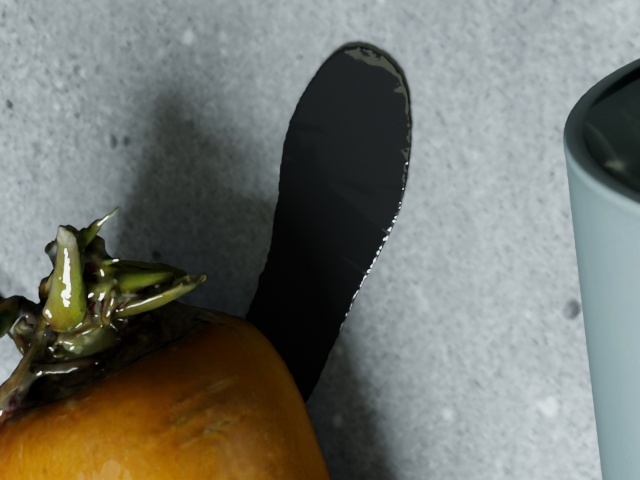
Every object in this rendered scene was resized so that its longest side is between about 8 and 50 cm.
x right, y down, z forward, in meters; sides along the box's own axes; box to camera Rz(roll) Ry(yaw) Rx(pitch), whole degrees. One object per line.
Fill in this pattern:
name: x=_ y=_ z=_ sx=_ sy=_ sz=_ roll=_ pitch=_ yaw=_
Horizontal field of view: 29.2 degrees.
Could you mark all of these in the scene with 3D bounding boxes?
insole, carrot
insole: x=0.000 y=0.000 z=0.722 sx=0.080 sy=0.003 sz=0.232 roll=23 pitch=110 yaw=16
carrot: x=-0.095 y=0.146 z=0.687 sx=0.214 sy=0.193 sz=0.331 roll=-16 pitch=96 yaw=3

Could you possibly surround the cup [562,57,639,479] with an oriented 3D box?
cup: x=0.210 y=0.084 z=0.487 sx=0.205 sy=0.205 sz=0.312 roll=1 pitch=118 yaw=22
